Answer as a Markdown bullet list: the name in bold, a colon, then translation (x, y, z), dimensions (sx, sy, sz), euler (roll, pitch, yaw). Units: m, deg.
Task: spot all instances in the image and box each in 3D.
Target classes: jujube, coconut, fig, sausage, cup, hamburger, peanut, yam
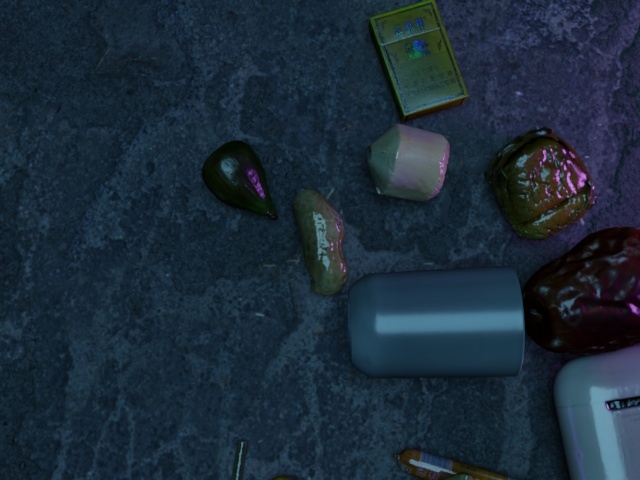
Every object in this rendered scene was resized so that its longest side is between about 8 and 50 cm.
- **jujube**: translation (0.524, 0.097, 1.654), dimensions (0.318, 0.223, 0.223), euler (-17, 81, -21)
- **coconut**: translation (0.163, -0.153, 1.738), dimensions (0.152, 0.147, 0.147), euler (9, 81, -6)
- **fig**: translation (-0.151, -0.106, 1.751), dimensions (0.117, 0.117, 0.177), euler (-40, 102, -6)
- **sausage**: translation (0.304, 0.457, 1.690), dimensions (0.347, 0.053, 0.053), euler (16, 81, 1)
- **cup**: translation (0.209, 0.153, 1.659), dimensions (0.312, 0.205, 0.206), euler (-1, 81, -1)
- **hamburger**: translation (0.430, -0.114, 1.745), dimensions (0.183, 0.130, 0.206), euler (-30, 85, -3)
- **peanut**: translation (0.000, 0.000, 1.737), dimensions (0.099, 0.099, 0.214), euler (-7, 81, -2)
- **yam**: translation (-0.157, 0.439, 1.702), dimensions (0.021, 0.021, 0.116), euler (9, 82, 1)

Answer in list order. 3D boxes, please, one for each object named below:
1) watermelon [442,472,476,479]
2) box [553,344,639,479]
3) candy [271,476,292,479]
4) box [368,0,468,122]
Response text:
- **watermelon**: translation (0.226, 0.567, 1.640), dimensions (0.128, 0.159, 0.304), euler (7, 82, 30)
- **box**: translation (0.597, 0.374, 1.663), dimensions (0.288, 0.141, 0.349), euler (-9, 81, -1)
- **candy**: translation (-0.025, 0.519, 1.652), dimensions (0.199, 0.106, 0.094), euler (44, 66, 9)
- **box**: translation (0.196, -0.364, 1.811), dimensions (0.141, 0.064, 0.220), euler (-18, 84, -3)
